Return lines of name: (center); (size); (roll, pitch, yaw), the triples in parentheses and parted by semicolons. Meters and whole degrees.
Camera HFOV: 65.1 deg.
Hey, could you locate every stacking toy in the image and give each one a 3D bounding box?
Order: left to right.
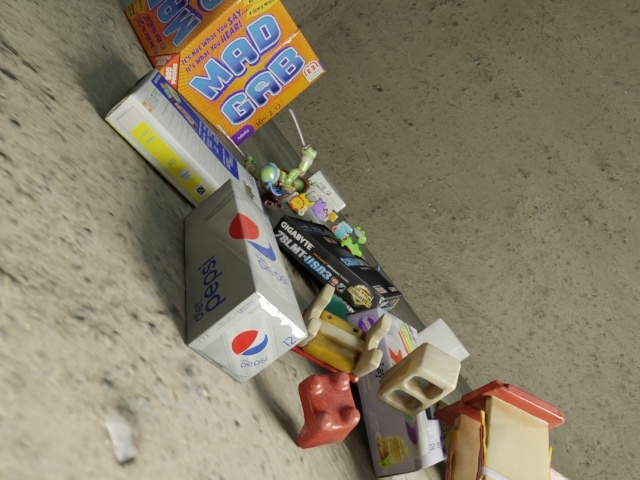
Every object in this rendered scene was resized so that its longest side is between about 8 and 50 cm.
stacking toy: (0.028, -0.049, 1.296); (0.221, 0.052, 0.167); (43, 18, -1)

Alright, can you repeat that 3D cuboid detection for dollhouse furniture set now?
dollhouse furniture set: (0.110, 0.249, 0.633); (0.373, 0.152, 0.201); (28, 48, -3)

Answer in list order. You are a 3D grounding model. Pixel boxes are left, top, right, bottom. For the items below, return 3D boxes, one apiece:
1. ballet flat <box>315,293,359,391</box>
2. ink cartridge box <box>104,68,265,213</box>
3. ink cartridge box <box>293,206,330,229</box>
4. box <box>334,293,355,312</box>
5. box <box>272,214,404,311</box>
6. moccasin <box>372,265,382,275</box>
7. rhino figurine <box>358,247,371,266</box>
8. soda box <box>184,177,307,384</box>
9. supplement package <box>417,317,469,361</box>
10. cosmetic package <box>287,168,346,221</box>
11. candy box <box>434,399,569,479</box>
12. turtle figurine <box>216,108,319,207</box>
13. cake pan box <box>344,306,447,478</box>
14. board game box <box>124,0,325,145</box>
ballet flat: (0.044, 0.192, 0.928); (0.222, 0.076, 0.079); (58, -15, -9)
ink cartridge box: (-0.227, -0.155, 0.913); (0.307, 0.072, 0.304); (51, 7, -27)
ink cartridge box: (0.000, 0.000, 1.480); (0.175, 0.072, 0.127); (57, 10, 33)
box: (0.093, 0.182, 1.278); (0.175, 0.051, 0.220); (50, 8, -6)
box: (0.051, 0.064, 1.209); (0.293, 0.073, 0.295); (39, 9, 17)
moccasin: (0.149, 0.143, 1.537); (0.138, 0.116, 0.342); (55, 8, 17)
rhino figurine: (0.157, 0.103, 1.930); (0.106, 0.073, 0.243); (37, 18, -52)
soda box: (-0.107, 0.034, 0.637); (0.091, 0.098, 0.286); (47, 10, -32)
supplement package: (0.318, 0.329, 1.450); (0.105, 0.179, 0.105); (42, 13, -49)
cosmetic package: (-0.016, -0.143, 1.738); (0.151, 0.151, 0.184); (52, 8, -8)
candy box: (0.324, 0.417, 0.987); (0.182, 0.088, 0.316); (33, -8, 5)
turtle figurine: (-0.104, -0.213, 1.390); (0.275, 0.197, 0.266); (60, 5, 19)
cake pan box: (0.135, 0.258, 0.853); (0.267, 0.070, 0.246); (39, 39, -59)
board game box: (-0.273, -0.580, 1.461); (0.356, 0.356, 0.356); (57, 9, 33)
